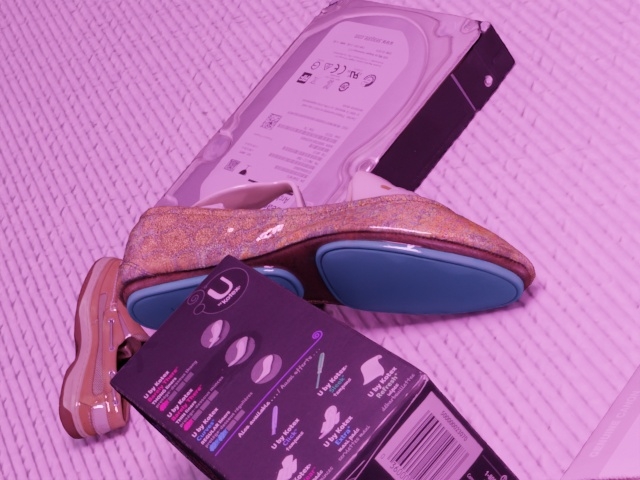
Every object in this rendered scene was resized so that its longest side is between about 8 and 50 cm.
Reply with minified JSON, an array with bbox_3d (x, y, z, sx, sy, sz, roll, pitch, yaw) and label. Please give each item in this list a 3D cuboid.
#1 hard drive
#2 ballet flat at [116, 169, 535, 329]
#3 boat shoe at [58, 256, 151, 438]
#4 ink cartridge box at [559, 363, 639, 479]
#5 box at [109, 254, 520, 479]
[{"bbox_3d":[-0.005,-0.081,1.574,0.339,0.064,0.237,-51,37,-15],"label":"hard drive"},{"bbox_3d":[0.000,0.000,1.376,0.348,0.123,0.123,-5,46,16],"label":"ballet flat"},{"bbox_3d":[-0.184,0.096,1.549,0.072,0.068,0.190,-8,55,18],"label":"boat shoe"},{"bbox_3d":[0.323,0.076,1.031,0.261,0.066,0.296,-15,20,41],"label":"ink cartridge box"},{"bbox_3d":[-0.005,0.146,1.241,0.143,0.165,0.270,-48,37,-11],"label":"box"}]
